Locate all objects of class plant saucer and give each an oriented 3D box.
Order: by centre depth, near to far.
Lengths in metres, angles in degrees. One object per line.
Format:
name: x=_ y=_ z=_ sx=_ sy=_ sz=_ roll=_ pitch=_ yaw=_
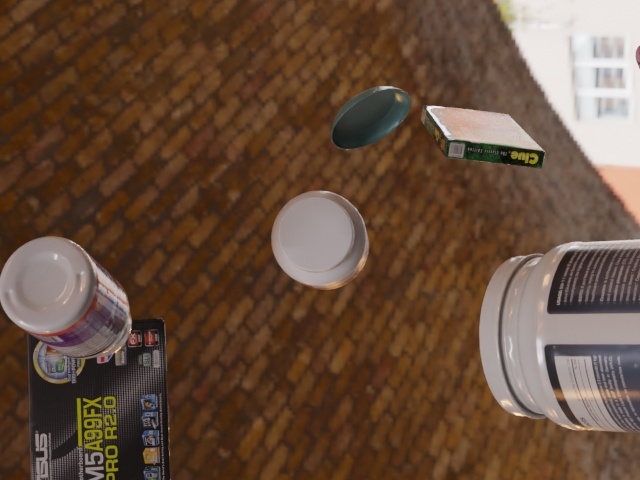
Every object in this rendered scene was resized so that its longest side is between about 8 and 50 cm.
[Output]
plant saucer: x=0.063 y=-0.167 z=1.651 sx=0.119 sy=0.119 sz=0.021 roll=19 pitch=-143 yaw=-57

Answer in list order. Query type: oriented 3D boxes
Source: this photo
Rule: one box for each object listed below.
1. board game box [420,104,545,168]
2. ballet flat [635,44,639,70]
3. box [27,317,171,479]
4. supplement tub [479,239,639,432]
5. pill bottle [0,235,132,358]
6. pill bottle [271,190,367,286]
board game box: x=0.225 y=-0.151 z=1.774 sx=0.260 sy=0.136 sz=0.030 roll=-97 pitch=16 yaw=-73
ballet flat: x=0.386 y=-0.142 z=1.214 sx=0.221 sy=0.079 sz=0.077 roll=4 pitch=-116 yaw=-23
box: x=-0.348 y=0.263 z=1.969 sx=0.060 sy=0.216 sz=0.270 roll=128 pitch=140 yaw=-80
supplement tub: x=0.314 y=0.093 z=1.220 sx=0.191 sy=0.272 sz=0.191 roll=5 pitch=-96 yaw=-52
pill bottle: x=-0.279 y=0.073 z=1.413 sx=0.193 sy=0.108 sz=0.108 roll=65 pitch=-140 yaw=-70
pill bottle: x=0.000 y=0.000 z=1.599 sx=0.216 sy=0.121 sz=0.121 roll=53 pitch=-134 yaw=-84
